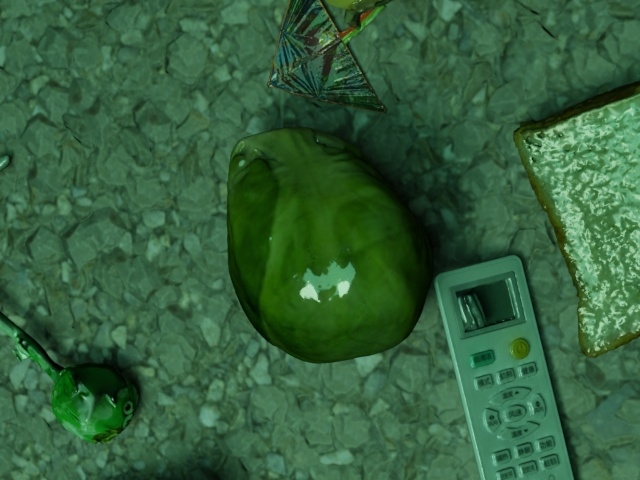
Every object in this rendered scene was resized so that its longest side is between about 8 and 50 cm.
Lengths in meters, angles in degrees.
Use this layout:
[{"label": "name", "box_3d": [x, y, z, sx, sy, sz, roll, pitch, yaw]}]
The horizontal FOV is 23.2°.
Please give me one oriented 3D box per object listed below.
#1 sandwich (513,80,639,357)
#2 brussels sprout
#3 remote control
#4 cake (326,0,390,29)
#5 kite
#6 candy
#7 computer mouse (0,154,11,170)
[{"label": "sandwich", "box_3d": [0.329, -0.032, 1.566, 0.226, 0.087, 0.251, -19, 91, 18]}, {"label": "brussels sprout", "box_3d": [0.000, 0.000, 1.632, 0.210, 0.219, 0.271, -24, 67, 5]}, {"label": "remote control", "box_3d": [0.193, 0.168, 1.650, 0.103, 0.051, 0.293, -13, 92, -19]}, {"label": "cake", "box_3d": [0.053, -0.376, 1.560, 0.286, 0.222, 0.227, -43, 79, 20]}, {"label": "kite", "box_3d": [0.007, -0.211, 1.707, 0.159, 0.010, 0.190, -29, 87, 19]}, {"label": "candy", "box_3d": [-0.351, 0.119, 1.835, 0.323, 0.097, 0.097, 38, 108, 10]}, {"label": "computer mouse", "box_3d": [-0.531, -0.012, 1.894, 0.379, 0.090, 0.167, -30, 87, 19]}]
